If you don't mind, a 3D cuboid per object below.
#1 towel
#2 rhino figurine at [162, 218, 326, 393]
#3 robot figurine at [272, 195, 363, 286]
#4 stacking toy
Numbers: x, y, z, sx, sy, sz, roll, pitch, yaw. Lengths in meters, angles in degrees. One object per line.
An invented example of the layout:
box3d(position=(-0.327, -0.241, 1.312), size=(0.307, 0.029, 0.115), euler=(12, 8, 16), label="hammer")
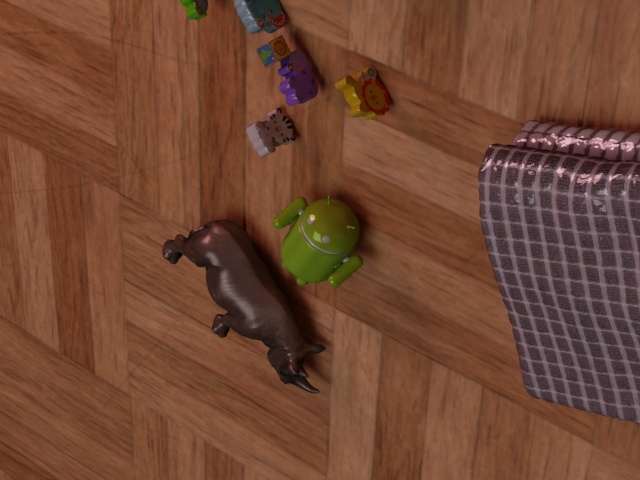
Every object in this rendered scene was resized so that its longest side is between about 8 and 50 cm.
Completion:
box3d(position=(0.273, 0.044, 1.435), size=(0.235, 0.121, 0.283), euler=(9, 123, 42), label="towel")
box3d(position=(-0.076, 0.079, 1.839), size=(0.243, 0.073, 0.106), euler=(55, 144, -4), label="rhino figurine")
box3d(position=(0.000, 0.000, 1.711), size=(0.101, 0.067, 0.115), euler=(48, 140, 10), label="robot figurine")
box3d(position=(-0.041, -0.201, 1.625), size=(0.167, 0.052, 0.221), euler=(-19, 101, 48), label="stacking toy")
